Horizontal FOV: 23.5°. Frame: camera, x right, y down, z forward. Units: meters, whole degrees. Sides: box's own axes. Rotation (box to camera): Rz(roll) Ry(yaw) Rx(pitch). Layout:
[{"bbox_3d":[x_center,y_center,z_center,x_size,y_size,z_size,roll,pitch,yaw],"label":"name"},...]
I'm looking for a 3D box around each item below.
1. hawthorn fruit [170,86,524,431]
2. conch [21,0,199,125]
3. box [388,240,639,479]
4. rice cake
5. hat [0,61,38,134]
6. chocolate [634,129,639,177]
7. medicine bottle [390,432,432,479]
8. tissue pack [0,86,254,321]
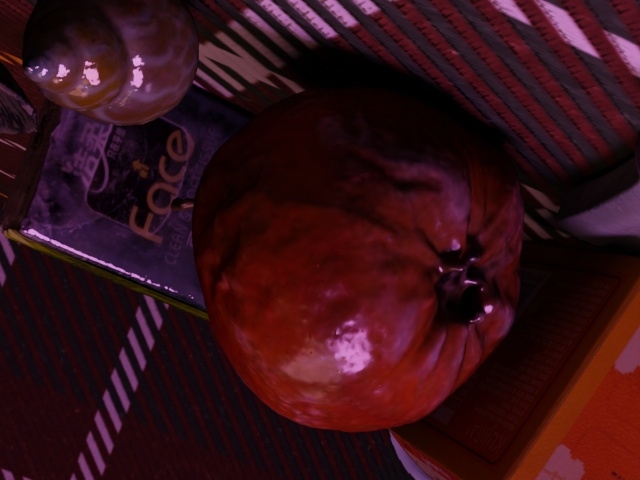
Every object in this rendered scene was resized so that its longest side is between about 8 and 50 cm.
[{"bbox_3d":[0.000,0.000,1.060,0.271,0.242,0.242,18,172,41],"label":"hawthorn fruit"},{"bbox_3d":[-0.136,-0.125,0.992,0.116,0.106,0.173,47,175,-27],"label":"conch"},{"bbox_3d":[0.229,0.160,1.150,0.259,0.214,0.283,38,176,-10],"label":"box"},{"bbox_3d":[0.215,-0.019,1.000,0.080,0.042,0.222,26,172,-2],"label":"rice cake"},{"bbox_3d":[-0.280,-0.167,0.959,0.265,0.128,0.265,19,173,2],"label":"hat"},{"bbox_3d":[0.242,-0.024,0.794,0.167,0.072,0.072,18,172,6],"label":"chocolate"},{"bbox_3d":[0.207,0.155,1.448,0.158,0.158,0.318,15,-172,37],"label":"medicine bottle"},{"bbox_3d":[-0.124,-0.041,1.255,0.235,0.173,0.073,26,164,-27],"label":"tissue pack"}]
